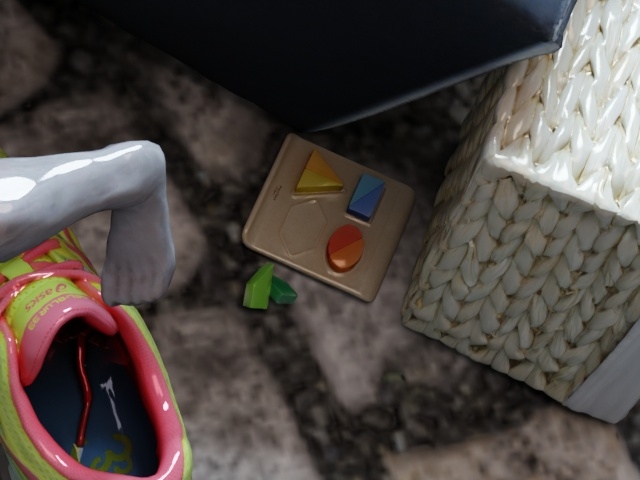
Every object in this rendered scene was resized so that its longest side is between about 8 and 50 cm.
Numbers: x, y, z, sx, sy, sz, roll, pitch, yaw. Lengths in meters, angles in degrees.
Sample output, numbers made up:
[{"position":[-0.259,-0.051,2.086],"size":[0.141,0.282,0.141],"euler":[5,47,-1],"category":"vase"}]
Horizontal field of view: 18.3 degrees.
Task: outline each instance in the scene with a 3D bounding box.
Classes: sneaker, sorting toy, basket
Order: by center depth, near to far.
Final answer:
[{"position":[-0.105,0.026,0.731],"size":[0.081,0.094,0.208],"euler":[-33,78,-24],"category":"sneaker"},{"position":[0.103,-0.018,0.774],"size":[0.103,0.167,0.113],"euler":[20,63,0],"category":"basket"},{"position":[0.000,0.000,0.818],"size":[0.062,0.012,0.083],"euler":[26,63,-4],"category":"sorting toy"}]

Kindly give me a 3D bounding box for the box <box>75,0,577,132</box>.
[{"position":[-0.066,-0.270,0.729],"size":[0.395,0.212,0.293],"euler":[30,72,-19],"category":"box"}]

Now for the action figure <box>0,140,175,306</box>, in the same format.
[{"position":[-0.227,-0.089,0.566],"size":[0.330,0.178,0.341],"euler":[-4,53,-55],"category":"action figure"}]
